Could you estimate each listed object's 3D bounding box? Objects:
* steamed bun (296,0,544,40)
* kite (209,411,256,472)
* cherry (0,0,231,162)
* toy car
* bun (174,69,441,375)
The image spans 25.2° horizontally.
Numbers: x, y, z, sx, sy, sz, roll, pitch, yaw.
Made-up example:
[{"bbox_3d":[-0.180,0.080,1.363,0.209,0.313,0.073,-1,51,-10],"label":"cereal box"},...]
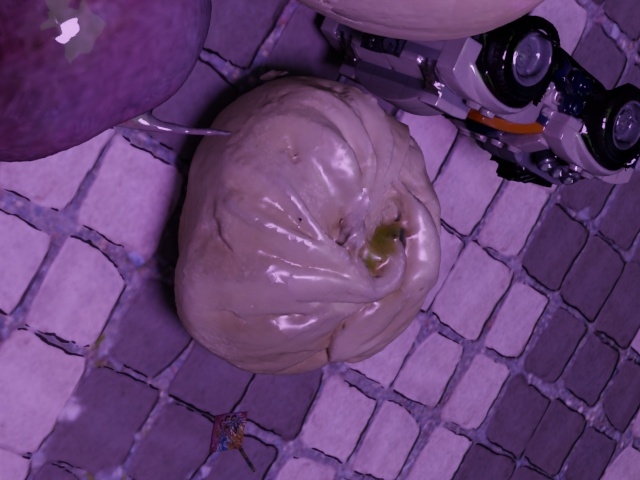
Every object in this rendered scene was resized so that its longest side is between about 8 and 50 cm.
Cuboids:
[{"bbox_3d":[0.030,-0.265,0.898,0.233,0.312,0.334,-41,148,-7],"label":"steamed bun"},{"bbox_3d":[-0.077,0.179,1.238,0.044,0.002,0.078,-26,124,-32],"label":"kite"},{"bbox_3d":[-0.172,-0.152,0.876,0.213,0.183,0.266,-35,114,-37],"label":"cherry"},{"bbox_3d":[0.147,-0.122,1.171,0.301,0.193,0.118,28,88,-47],"label":"toy car"},{"bbox_3d":[0.000,0.000,1.118,0.259,0.160,0.259,-20,123,-34],"label":"bun"}]
